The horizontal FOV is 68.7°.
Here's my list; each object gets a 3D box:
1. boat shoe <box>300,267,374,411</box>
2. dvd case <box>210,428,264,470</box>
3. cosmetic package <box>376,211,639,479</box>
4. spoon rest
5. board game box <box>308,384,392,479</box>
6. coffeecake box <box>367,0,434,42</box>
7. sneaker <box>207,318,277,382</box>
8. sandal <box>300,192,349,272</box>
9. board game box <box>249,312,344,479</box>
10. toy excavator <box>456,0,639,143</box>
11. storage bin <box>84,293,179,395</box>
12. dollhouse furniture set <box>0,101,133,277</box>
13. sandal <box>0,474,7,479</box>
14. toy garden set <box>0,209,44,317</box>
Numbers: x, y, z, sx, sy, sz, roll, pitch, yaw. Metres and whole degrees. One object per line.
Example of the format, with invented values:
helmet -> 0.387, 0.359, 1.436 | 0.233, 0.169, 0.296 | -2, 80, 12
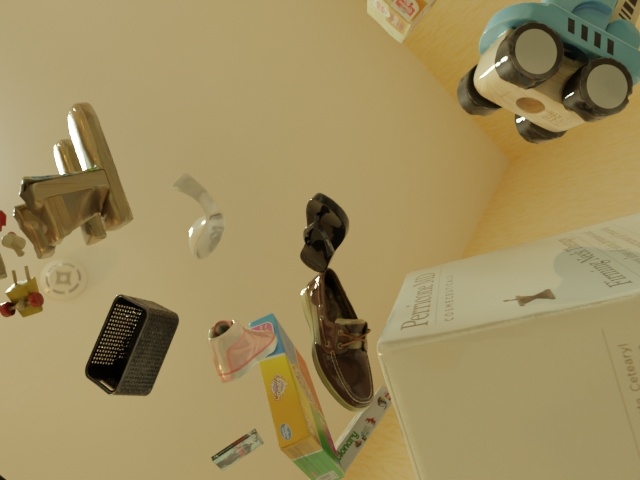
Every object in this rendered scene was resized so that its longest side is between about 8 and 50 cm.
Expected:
boat shoe -> 0.051, 0.220, 1.099 | 0.124, 0.123, 0.341 | 3, -127, -31
dvd case -> -0.199, 0.509, 1.137 | 0.120, 0.087, 0.013 | -30, -129, -17
cosmetic package -> 0.317, 0.173, 0.539 | 0.329, 0.394, 0.327 | -31, -76, -72
spoon rest -> -0.295, -0.049, 1.183 | 0.084, 0.276, 0.137 | 23, -120, 17
board game box -> 0.071, 0.536, 1.224 | 0.053, 0.192, 0.305 | 38, -132, 14
coffeecake box -> 0.140, -0.341, 0.556 | 0.068, 0.142, 0.185 | 40, -75, -6
sneaker -> -0.103, 0.129, 0.623 | 0.070, 0.051, 0.134 | 66, -161, -2
sandal -> 0.001, 0.001, 1.004 | 0.097, 0.254, 0.054 | 29, -125, 14
board game box -> -0.058, 0.354, 1.053 | 0.064, 0.316, 0.242 | -25, -46, -1
toy excavator -> 0.562, -0.417, 0.942 | 0.433, 0.222, 0.444 | 25, -95, -5
storage bin -> -0.384, 0.214, 0.959 | 0.084, 0.122, 0.180 | 29, -101, -55
dollhouse furniture set -> -0.482, -0.065, 0.537 | 0.362, 0.394, 0.256 | -21, -86, -36
sandal -> -0.373, 0.320, 0.480 | 0.446, 0.107, 0.167 | 20, -126, -5
toy garden set -> -0.629, 0.063, 0.881 | 0.204, 0.049, 0.244 | -20, -106, 2
